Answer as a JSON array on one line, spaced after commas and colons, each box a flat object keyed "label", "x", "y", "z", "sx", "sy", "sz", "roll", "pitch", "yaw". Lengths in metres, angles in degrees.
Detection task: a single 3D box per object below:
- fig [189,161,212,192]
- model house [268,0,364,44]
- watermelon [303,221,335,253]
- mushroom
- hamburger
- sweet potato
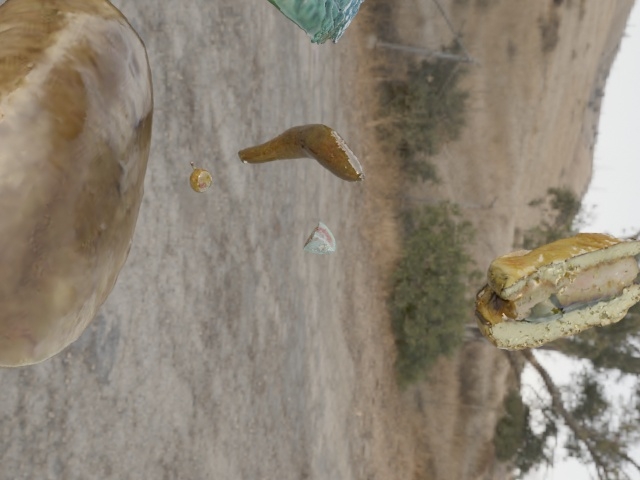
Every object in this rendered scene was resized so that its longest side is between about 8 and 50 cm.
[{"label": "fig", "x": -0.258, "y": -0.137, "z": 1.613, "sx": 0.050, "sy": 0.050, "sz": 0.083, "roll": 83, "pitch": -17, "yaw": -45}, {"label": "model house", "x": -0.018, "y": -0.355, "z": 0.706, "sx": 0.241, "sy": 0.261, "sz": 0.226, "roll": -49, "pitch": 178, "yaw": 16}, {"label": "watermelon", "x": 0.000, "y": 0.000, "z": 1.897, "sx": 0.061, "sy": 0.085, "sz": 0.085, "roll": 34, "pitch": 60, "yaw": -64}, {"label": "mushroom", "x": -0.304, "y": -0.067, "z": 0.824, "sx": 0.397, "sy": 0.224, "sz": 0.314, "roll": -92, "pitch": -157, "yaw": -57}, {"label": "hamburger", "x": 0.320, "y": 0.069, "z": 1.074, "sx": 0.131, "sy": 0.262, "sz": 0.124, "roll": 25, "pitch": -55, "yaw": 61}, {"label": "sweet potato", "x": -0.031, "y": -0.188, "z": 1.552, "sx": 0.108, "sy": 0.346, "sz": 0.079, "roll": -54, "pitch": 134, "yaw": -26}]
